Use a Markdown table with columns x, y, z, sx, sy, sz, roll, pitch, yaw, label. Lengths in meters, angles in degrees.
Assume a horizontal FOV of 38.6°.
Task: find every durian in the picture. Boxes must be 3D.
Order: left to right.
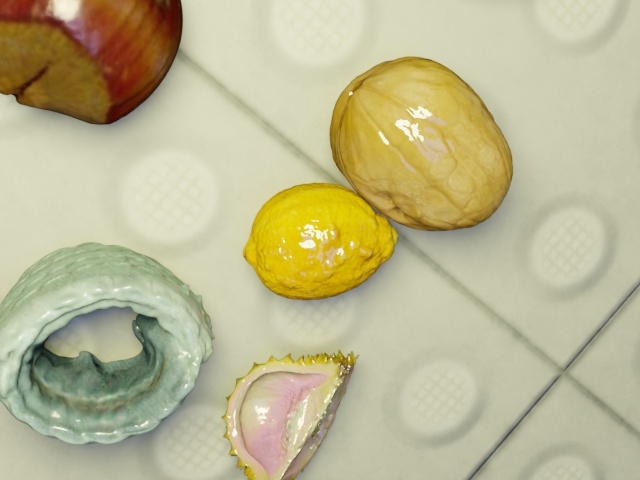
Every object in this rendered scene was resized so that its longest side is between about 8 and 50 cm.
| x | y | z | sx | sy | sz | roll | pitch | yaw | label |
| --- | --- | --- | --- | --- | --- | --- | --- | --- | --- |
| -0.033 | 0.227 | 1.165 | 0.165 | 0.132 | 0.182 | 1 | 96 | -28 | durian |

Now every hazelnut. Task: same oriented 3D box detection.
| x | y | z | sx | sy | sz | roll | pitch | yaw | label |
| --- | --- | --- | --- | --- | --- | --- | --- | --- | --- |
| -0.249 | -0.232 | 0.940 | 0.212 | 0.181 | 0.181 | 37 | 125 | -23 | hazelnut |

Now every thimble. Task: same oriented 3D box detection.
| x | y | z | sx | sy | sz | roll | pitch | yaw | label |
| --- | --- | --- | --- | --- | --- | --- | --- | --- | --- |
| -0.246 | 0.114 | 1.042 | 0.250 | 0.172 | 0.204 | -4 | 107 | -13 | thimble |

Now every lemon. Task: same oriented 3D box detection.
| x | y | z | sx | sy | sz | roll | pitch | yaw | label |
| --- | --- | --- | --- | --- | --- | --- | --- | --- | --- |
| 0.000 | 0.000 | 1.090 | 0.187 | 0.142 | 0.142 | -7 | 110 | -2 | lemon |

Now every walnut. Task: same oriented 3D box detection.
| x | y | z | sx | sy | sz | roll | pitch | yaw | label |
| --- | --- | --- | --- | --- | --- | --- | --- | --- | --- |
| 0.119 | -0.109 | 1.063 | 0.226 | 0.193 | 0.193 | 38 | 94 | -15 | walnut |
